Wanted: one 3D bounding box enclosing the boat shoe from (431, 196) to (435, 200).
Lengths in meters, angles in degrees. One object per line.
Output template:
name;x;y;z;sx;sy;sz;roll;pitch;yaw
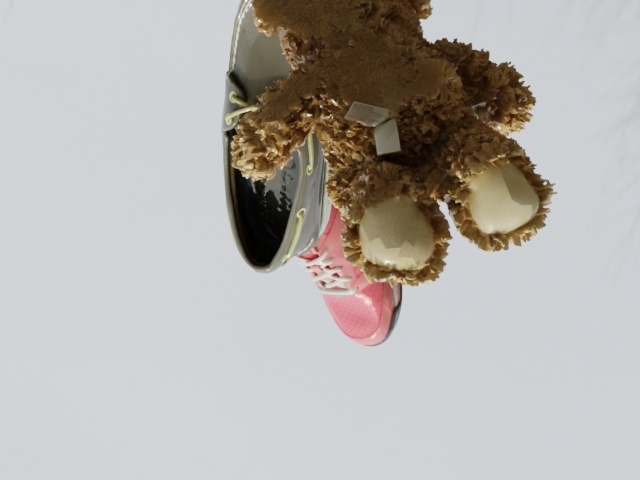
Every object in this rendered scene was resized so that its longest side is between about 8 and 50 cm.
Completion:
boat shoe;0.100;-0.068;1.761;0.050;0.045;0.135;-8;-118;-7

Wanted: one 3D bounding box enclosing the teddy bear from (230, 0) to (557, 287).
teddy bear;0.058;-0.093;1.334;0.245;0.113;0.338;-38;-127;-12

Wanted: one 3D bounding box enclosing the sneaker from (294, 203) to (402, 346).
sneaker;-0.001;0.000;1.980;0.116;0.314;0.136;-4;-159;38

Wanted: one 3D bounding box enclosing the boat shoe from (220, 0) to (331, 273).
boat shoe;-0.044;-0.111;1.568;0.109;0.305;0.091;11;-147;21
